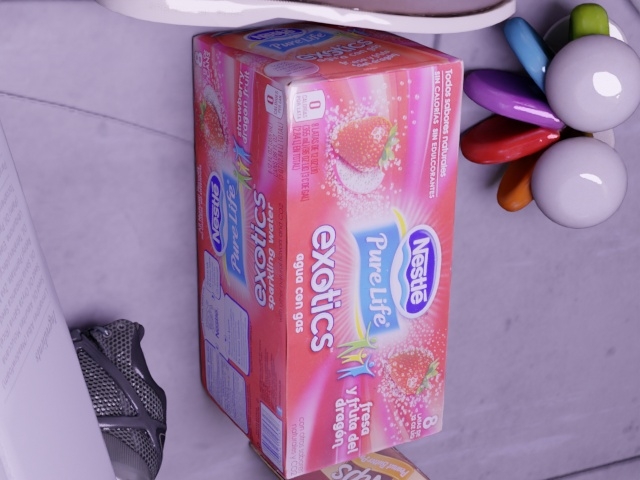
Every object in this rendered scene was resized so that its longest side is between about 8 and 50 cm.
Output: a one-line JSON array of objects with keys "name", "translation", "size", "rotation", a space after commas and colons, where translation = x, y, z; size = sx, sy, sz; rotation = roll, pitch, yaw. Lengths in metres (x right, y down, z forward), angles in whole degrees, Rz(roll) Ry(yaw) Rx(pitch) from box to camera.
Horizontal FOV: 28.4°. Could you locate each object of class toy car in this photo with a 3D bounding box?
[{"name": "toy car", "translation": [0.182, -0.104, 1.028], "size": [0.136, 0.159, 0.182], "rotation": [6, 112, 5]}]

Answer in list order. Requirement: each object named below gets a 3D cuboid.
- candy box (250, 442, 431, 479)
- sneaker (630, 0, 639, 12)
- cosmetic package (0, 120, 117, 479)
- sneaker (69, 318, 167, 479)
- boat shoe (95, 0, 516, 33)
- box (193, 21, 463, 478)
[{"name": "candy box", "translation": [0.086, 0.278, 1.095], "size": [0.087, 0.183, 0.316], "rotation": [-43, 127, -10]}, {"name": "sneaker", "translation": [0.347, -0.275, 1.074], "size": [0.115, 0.090, 0.232], "rotation": [26, 95, -34]}, {"name": "cosmetic package", "translation": [-0.268, 0.110, 0.739], "size": [0.230, 0.161, 0.453], "rotation": [-11, 114, 5]}, {"name": "sneaker", "translation": [-0.207, 0.095, 0.899], "size": [0.227, 0.130, 0.087], "rotation": [29, 133, -10]}, {"name": "boat shoe", "translation": [0.004, -0.204, 0.875], "size": [0.324, 0.116, 0.097], "rotation": [-3, 116, -25]}, {"name": "box", "translation": [0.000, 0.000, 0.939], "size": [0.142, 0.154, 0.300], "rotation": [-12, 116, -28]}]
